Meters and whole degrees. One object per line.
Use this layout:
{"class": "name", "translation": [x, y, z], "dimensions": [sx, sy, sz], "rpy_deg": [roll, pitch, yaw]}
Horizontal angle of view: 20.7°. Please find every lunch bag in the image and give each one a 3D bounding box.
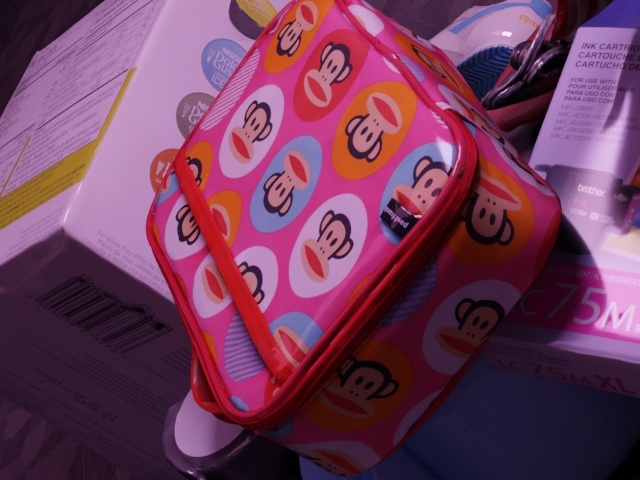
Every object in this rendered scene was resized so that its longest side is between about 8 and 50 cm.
{"class": "lunch bag", "translation": [0.000, 0.000, 1.088], "dimensions": [0.258, 0.120, 0.293], "rpy_deg": [-52, 32, 14]}

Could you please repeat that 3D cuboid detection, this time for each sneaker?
{"class": "sneaker", "translation": [0.127, -0.158, 1.632], "dimensions": [0.229, 0.087, 0.092], "rpy_deg": [-16, 37, 47]}

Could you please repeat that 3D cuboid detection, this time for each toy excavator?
{"class": "toy excavator", "translation": [0.169, 0.028, 1.188], "dimensions": [0.445, 0.222, 0.433], "rpy_deg": [-12, 46, 40]}

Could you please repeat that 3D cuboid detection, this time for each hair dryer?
{"class": "hair dryer", "translation": [0.189, -0.157, 1.387], "dimensions": [0.223, 0.080, 0.293], "rpy_deg": [-28, -10, -13]}

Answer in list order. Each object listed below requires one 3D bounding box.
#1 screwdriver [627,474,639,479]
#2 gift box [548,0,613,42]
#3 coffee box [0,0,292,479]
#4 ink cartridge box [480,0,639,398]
{"class": "screwdriver", "translation": [0.221, 0.128, 1.125], "dimensions": [0.170, 0.025, 0.024], "rpy_deg": [-61, 23, -10]}
{"class": "gift box", "translation": [0.200, -0.225, 0.926], "dimensions": [0.276, 0.255, 0.258], "rpy_deg": [-59, 39, 7]}
{"class": "coffee box", "translation": [-0.108, -0.011, 1.553], "dimensions": [0.338, 0.337, 0.334], "rpy_deg": [-25, 36, 51]}
{"class": "ink cartridge box", "translation": [0.225, -0.053, 1.054], "dimensions": [0.186, 0.065, 0.311], "rpy_deg": [10, 63, 29]}
